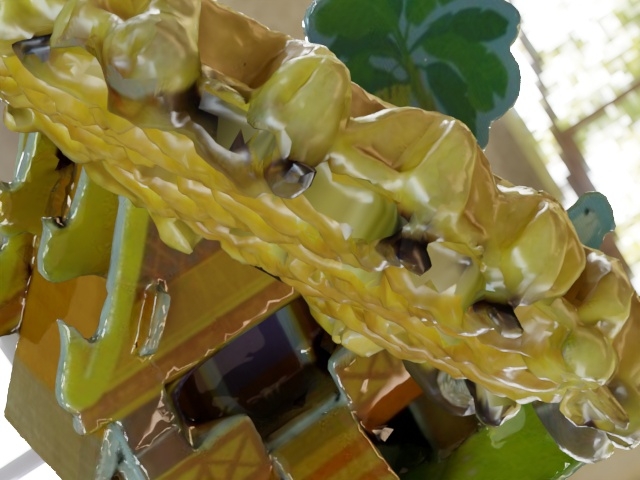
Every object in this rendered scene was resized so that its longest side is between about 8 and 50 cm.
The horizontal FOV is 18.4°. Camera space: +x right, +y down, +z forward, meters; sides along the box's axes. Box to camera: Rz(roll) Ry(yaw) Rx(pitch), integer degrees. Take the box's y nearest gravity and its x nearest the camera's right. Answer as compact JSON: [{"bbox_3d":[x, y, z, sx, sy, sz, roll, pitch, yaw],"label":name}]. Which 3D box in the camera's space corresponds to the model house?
[{"bbox_3d":[0.000,0.000,1.020,0.242,0.358,0.312,37,155,54],"label":"model house"}]

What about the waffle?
[{"bbox_3d":[-0.005,-0.014,0.727,0.329,0.062,0.329,30,172,4],"label":"waffle"}]
